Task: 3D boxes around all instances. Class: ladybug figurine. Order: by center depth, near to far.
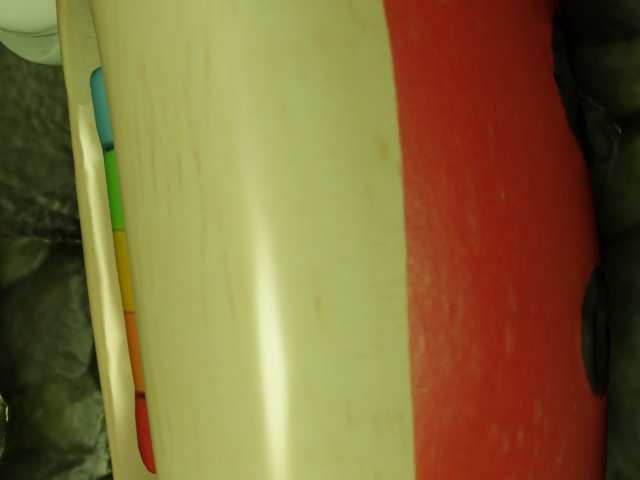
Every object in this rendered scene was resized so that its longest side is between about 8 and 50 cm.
[{"bbox_3d":[0.000,0.000,0.532,0.162,0.305,0.449,-7,95,-13],"label":"ladybug figurine"}]

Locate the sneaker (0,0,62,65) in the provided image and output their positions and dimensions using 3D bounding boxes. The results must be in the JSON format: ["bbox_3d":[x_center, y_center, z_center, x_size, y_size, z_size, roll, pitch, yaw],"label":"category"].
[{"bbox_3d":[-0.061,-0.229,0.655,0.122,0.146,0.330,39,92,19],"label":"sneaker"}]
